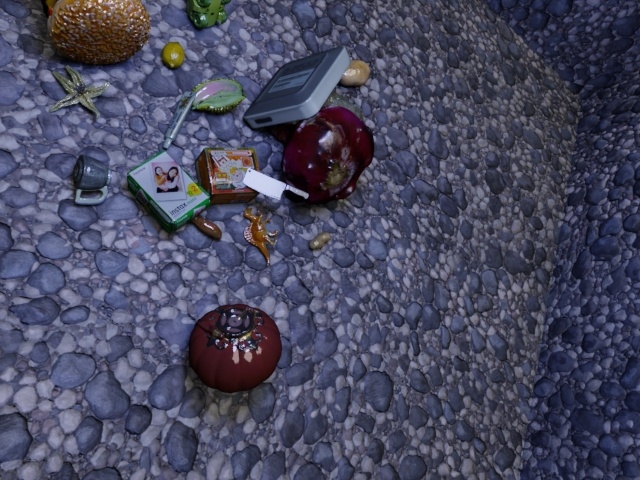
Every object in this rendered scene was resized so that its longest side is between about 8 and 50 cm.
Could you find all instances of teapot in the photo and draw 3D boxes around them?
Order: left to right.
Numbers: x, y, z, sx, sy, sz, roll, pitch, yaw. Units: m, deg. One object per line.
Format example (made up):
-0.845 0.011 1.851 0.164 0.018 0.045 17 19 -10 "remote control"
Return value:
-0.732 -0.196 1.496 0.108 0.111 0.149 8 66 -42 "teapot"

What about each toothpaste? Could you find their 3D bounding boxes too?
-0.526 -0.449 1.713 0.037 0.067 0.255 46 58 -56 "toothpaste"

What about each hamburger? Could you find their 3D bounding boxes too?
-0.739 -0.746 1.522 0.330 0.330 0.250 -11 84 -32 "hamburger"

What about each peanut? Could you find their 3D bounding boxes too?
0.000 0.000 1.893 0.113 0.054 0.054 -36 95 -32 "peanut"

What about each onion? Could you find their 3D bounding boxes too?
-0.022 -0.363 1.855 0.398 0.398 0.420 -26 46 -33 "onion"

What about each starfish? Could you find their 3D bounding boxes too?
-0.819 -0.494 1.563 0.217 0.050 0.223 -37 84 -26 "starfish"

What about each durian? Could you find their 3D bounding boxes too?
-0.401 -0.549 1.790 0.221 0.095 0.137 -12 60 -9 "durian"

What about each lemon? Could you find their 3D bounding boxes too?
-0.558 -0.698 1.752 0.082 0.082 0.110 15 69 -26 "lemon"

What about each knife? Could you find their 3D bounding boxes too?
-0.160 -0.186 1.680 0.245 0.019 0.072 21 79 -12 "knife"

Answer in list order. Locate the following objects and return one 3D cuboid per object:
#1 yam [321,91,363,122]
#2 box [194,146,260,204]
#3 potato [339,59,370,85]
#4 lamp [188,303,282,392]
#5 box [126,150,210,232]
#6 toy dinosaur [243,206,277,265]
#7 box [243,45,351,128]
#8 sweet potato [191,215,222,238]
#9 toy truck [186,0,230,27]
0.051 -0.591 2.050 0.330 0.133 0.133 20 67 -29 "yam"
-0.339 -0.238 1.707 0.195 0.148 0.177 -6 81 -31 "box"
0.152 -0.782 2.166 0.178 0.109 0.118 -15 106 -27 "potato"
-0.276 0.344 1.510 0.303 0.257 0.303 5 41 -4 "lamp"
-0.520 -0.166 1.588 0.250 0.103 0.180 45 59 3 "box"
-0.236 -0.021 1.762 0.142 0.057 0.212 14 68 -14 "toy dinosaur"
-0.096 -0.607 1.827 0.090 0.367 0.373 52 55 -38 "box"
-0.447 -0.067 1.659 0.214 0.050 0.050 28 64 -16 "sweet potato"
-0.460 -0.962 1.818 0.148 0.187 0.210 -33 94 -38 "toy truck"
